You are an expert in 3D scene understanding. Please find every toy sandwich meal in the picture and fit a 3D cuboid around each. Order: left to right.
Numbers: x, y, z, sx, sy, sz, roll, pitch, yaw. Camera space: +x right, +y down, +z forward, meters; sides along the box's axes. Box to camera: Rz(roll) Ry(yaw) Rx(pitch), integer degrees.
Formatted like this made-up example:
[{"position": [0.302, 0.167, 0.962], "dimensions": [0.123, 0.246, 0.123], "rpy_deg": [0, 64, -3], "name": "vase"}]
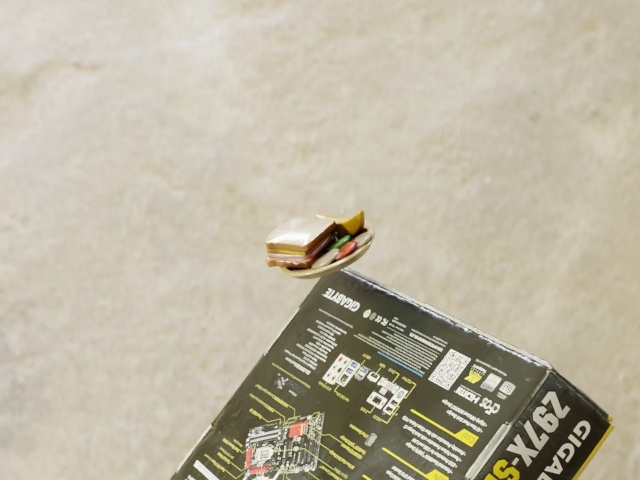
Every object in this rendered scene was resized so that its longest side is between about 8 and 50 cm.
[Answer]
[{"position": [0.000, 0.000, 1.290], "dimensions": [0.085, 0.029, 0.085], "rpy_deg": [-20, 20, 8], "name": "toy sandwich meal"}]

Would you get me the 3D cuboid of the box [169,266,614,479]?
[{"position": [0.027, 0.167, 1.234], "dimensions": [0.257, 0.079, 0.322], "rpy_deg": [-55, 29, -7], "name": "box"}]
